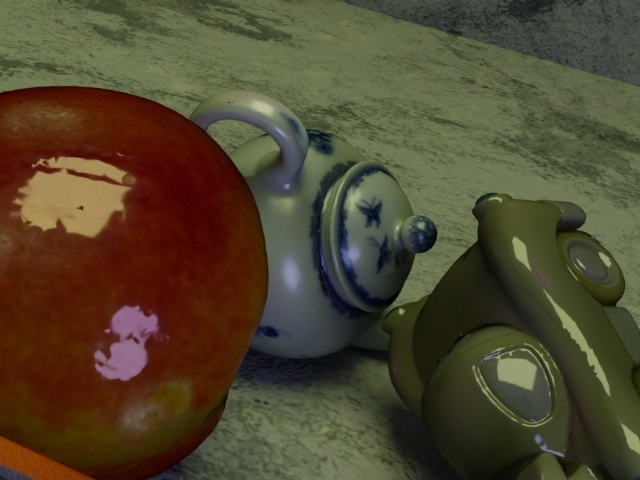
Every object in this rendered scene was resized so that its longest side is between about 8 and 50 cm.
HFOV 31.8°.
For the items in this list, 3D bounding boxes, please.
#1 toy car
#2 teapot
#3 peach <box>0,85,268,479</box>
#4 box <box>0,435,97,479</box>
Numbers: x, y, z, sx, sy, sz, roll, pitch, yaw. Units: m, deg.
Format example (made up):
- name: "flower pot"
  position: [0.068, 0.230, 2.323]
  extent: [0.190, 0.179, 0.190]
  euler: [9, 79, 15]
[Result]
- name: "toy car"
  position: [0.175, 0.144, 1.039]
  extent: [0.226, 0.242, 0.336]
  euler: [0, 50, -34]
- name: "teapot"
  position: [0.000, 0.000, 1.217]
  extent: [0.280, 0.424, 0.252]
  euler: [-4, 46, 35]
- name: "peach"
  position: [-0.236, 0.038, 0.957]
  extent: [0.388, 0.388, 0.388]
  euler: [12, 28, -7]
- name: "box"
  position: [-0.256, 0.277, 0.453]
  extent: [0.257, 0.318, 0.348]
  euler: [31, 34, -20]
